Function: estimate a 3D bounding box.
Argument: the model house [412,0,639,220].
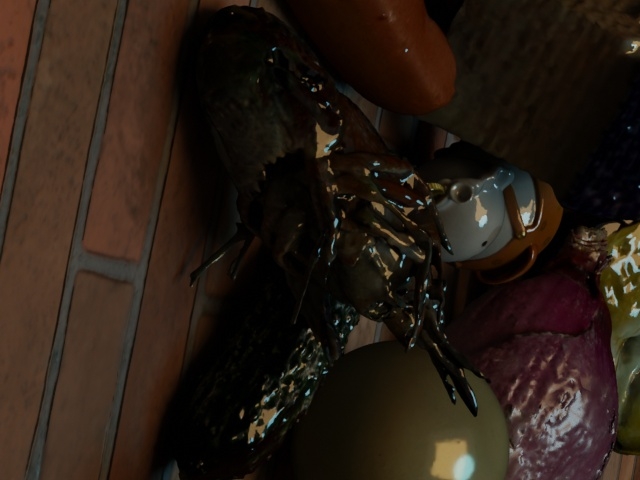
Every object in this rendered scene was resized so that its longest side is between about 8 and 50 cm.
[{"bbox_3d":[0.269,-0.168,1.830,0.243,0.284,0.298,-59,174,32],"label":"model house"}]

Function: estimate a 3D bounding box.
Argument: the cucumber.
[{"bbox_3d":[-0.017,0.063,1.557,0.359,0.096,0.096,-60,149,-43],"label":"cucumber"}]

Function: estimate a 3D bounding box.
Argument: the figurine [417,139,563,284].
[{"bbox_3d":[0.138,-0.038,1.860,0.271,0.143,0.143,21,78,-51],"label":"figurine"}]

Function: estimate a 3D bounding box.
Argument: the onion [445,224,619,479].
[{"bbox_3d":[0.230,0.150,1.956,0.348,0.159,0.267,-56,145,-2],"label":"onion"}]

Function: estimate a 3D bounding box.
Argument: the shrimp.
[{"bbox_3d":[-0.001,-0.002,1.470,0.372,0.172,0.137,64,25,-10],"label":"shrimp"}]

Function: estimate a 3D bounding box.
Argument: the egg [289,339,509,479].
[{"bbox_3d":[0.070,0.178,1.692,0.242,0.186,0.186,3,95,-76],"label":"egg"}]

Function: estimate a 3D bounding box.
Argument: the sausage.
[{"bbox_3d":[0.030,-0.192,1.575,0.094,0.097,0.348,-63,153,-16],"label":"sausage"}]

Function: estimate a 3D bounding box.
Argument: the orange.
[{"bbox_3d":[0.331,0.089,2.198,0.369,0.210,0.271,27,88,-26],"label":"orange"}]
